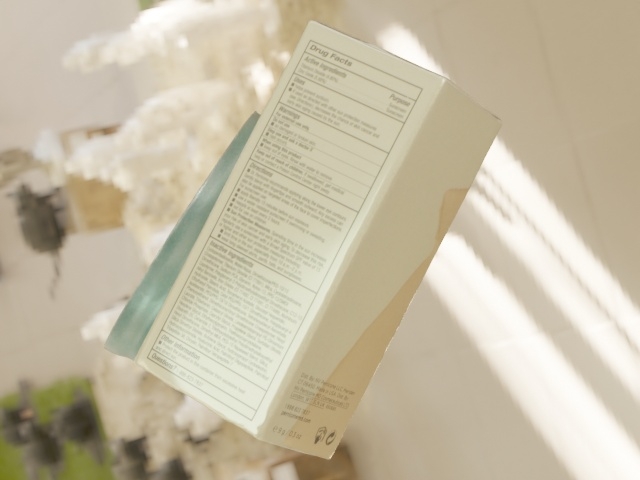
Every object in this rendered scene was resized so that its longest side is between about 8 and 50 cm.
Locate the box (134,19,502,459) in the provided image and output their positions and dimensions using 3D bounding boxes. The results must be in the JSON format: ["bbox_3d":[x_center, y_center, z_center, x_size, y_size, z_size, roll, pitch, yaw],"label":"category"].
[{"bbox_3d":[0.000,0.000,1.379,0.148,0.121,0.311,29,91,32],"label":"box"}]

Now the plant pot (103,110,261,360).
[{"bbox_3d":[-0.065,0.041,1.806,0.196,0.293,0.293,33,151,-2],"label":"plant pot"}]
